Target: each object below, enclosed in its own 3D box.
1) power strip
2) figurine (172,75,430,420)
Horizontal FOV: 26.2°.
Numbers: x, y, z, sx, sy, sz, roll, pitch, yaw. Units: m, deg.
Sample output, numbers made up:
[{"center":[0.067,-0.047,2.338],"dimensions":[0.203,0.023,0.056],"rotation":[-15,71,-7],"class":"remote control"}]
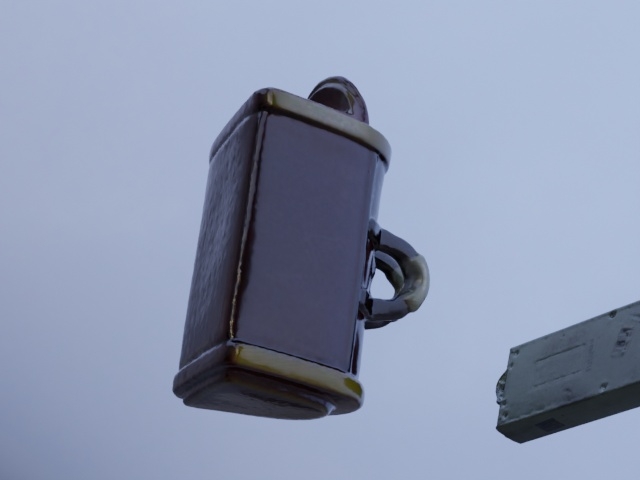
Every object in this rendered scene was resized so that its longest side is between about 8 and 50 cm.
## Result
[{"center":[0.132,0.055,0.616],"dimensions":[0.019,0.051,0.136],"rotation":[36,-40,-24],"class":"power strip"},{"center":[0.000,-0.001,0.584],"dimensions":[0.098,0.154,0.082],"rotation":[14,-20,-14],"class":"figurine"}]
